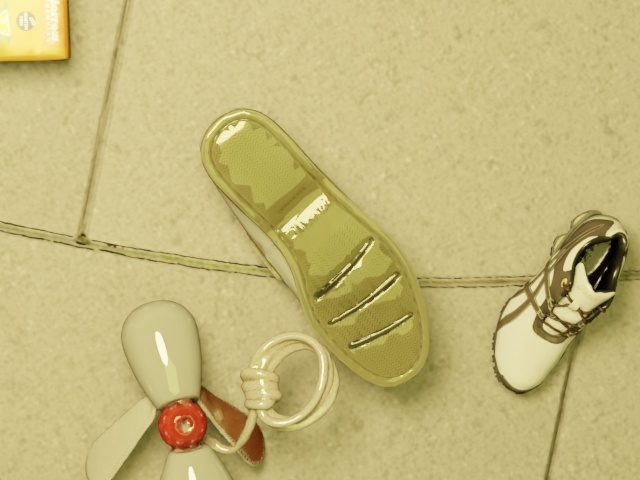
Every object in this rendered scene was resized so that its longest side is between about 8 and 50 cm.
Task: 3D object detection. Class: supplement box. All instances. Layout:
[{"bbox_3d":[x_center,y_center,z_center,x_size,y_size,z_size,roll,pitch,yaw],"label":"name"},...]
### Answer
[{"bbox_3d":[-0.346,-0.199,1.589,0.233,0.080,0.078,-3,96,-10],"label":"supplement box"}]

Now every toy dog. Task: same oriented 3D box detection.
[{"bbox_3d":[-0.114,0.236,1.634,0.220,0.161,0.333,10,77,-5],"label":"toy dog"}]

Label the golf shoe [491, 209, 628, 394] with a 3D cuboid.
[{"bbox_3d":[0.232,0.061,1.683,0.077,0.094,0.198,28,90,-10],"label":"golf shoe"}]

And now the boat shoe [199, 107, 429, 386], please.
[{"bbox_3d":[0.000,0.000,1.637,0.113,0.103,0.302,-35,98,0],"label":"boat shoe"}]
